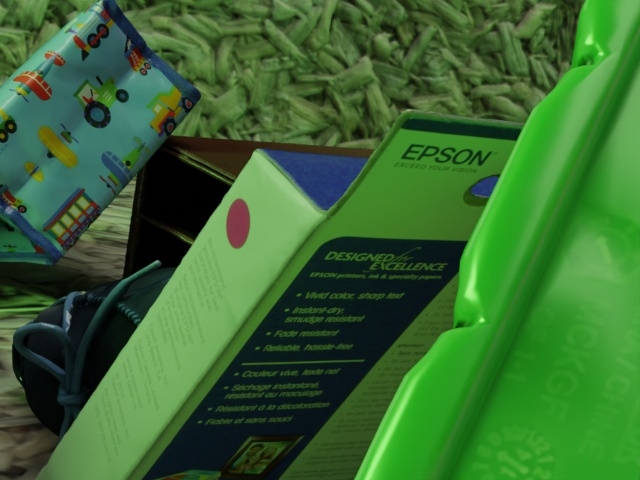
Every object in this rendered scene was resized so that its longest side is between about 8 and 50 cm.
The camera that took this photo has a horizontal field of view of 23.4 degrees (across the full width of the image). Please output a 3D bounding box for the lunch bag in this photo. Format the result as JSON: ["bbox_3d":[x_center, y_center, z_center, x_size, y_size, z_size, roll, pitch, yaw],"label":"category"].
[{"bbox_3d":[-0.285,-0.082,1.457,0.138,0.221,0.293,48,-30,-18],"label":"lunch bag"}]

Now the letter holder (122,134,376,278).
[{"bbox_3d":[0.000,0.000,1.471,0.302,0.152,0.214,1,14,-35],"label":"letter holder"}]

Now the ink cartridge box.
[{"bbox_3d":[0.010,0.049,0.699,0.176,0.371,0.069,2,55,-33],"label":"ink cartridge box"}]

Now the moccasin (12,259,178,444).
[{"bbox_3d":[-0.124,0.091,0.949,0.117,0.137,0.342,-15,-2,-17],"label":"moccasin"}]

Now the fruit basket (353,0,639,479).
[{"bbox_3d":[0.124,0.130,0.465,0.283,0.392,0.392,15,11,26],"label":"fruit basket"}]
